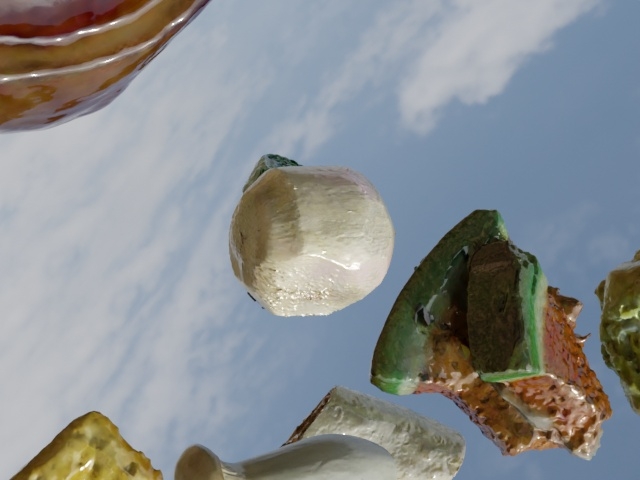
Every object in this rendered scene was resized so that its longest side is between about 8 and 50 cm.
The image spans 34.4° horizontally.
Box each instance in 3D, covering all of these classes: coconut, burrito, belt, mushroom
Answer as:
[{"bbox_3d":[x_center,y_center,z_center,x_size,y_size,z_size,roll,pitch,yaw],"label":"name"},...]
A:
[{"bbox_3d":[0.000,0.000,0.742,0.110,0.124,0.110,-4,-94,63],"label":"coconut"},{"bbox_3d":[0.088,0.330,1.711,0.105,0.299,0.143,160,-53,-74],"label":"burrito"},{"bbox_3d":[-0.047,-0.052,1.379,0.079,0.121,0.151,-55,168,15],"label":"belt"},{"bbox_3d":[-0.045,0.329,1.385,0.159,0.328,0.122,-58,-138,33],"label":"mushroom"}]

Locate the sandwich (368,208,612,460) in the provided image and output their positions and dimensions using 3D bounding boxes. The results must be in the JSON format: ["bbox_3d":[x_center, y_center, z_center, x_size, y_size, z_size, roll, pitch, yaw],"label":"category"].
[{"bbox_3d":[0.218,0.137,1.199,0.250,0.301,0.162,-48,-179,-9],"label":"sandwich"}]

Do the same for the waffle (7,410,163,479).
[{"bbox_3d":[-0.200,0.261,0.683,0.274,0.168,0.057,-42,-178,-23],"label":"waffle"}]

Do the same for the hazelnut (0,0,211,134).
[{"bbox_3d":[-0.136,-0.124,0.412,0.201,0.170,0.160,-25,154,-41],"label":"hazelnut"}]

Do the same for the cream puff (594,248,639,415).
[{"bbox_3d":[0.481,0.125,1.343,0.282,0.282,0.185,-54,-178,-7],"label":"cream puff"}]
